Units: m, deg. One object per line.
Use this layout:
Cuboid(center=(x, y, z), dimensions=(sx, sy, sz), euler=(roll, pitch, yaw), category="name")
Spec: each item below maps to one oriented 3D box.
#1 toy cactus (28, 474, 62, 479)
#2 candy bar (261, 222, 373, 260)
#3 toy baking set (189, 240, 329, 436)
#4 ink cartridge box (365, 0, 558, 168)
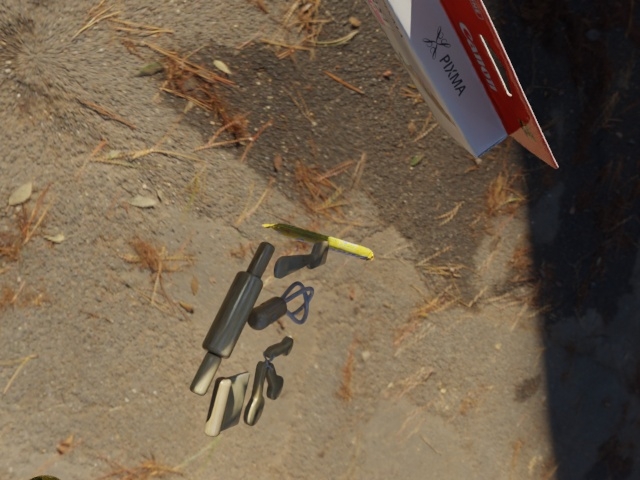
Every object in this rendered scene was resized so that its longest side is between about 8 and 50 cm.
Cuboid(center=(-0.057, 0.161, 0.233), dimensions=(0.218, 0.180, 0.112), euler=(23, 98, 6), category="toy cactus")
Cuboid(center=(0.000, 0.000, 0.777), dimensions=(0.161, 0.040, 0.018), euler=(17, 88, -17), category="candy bar")
Cuboid(center=(-0.061, 0.091, 0.633), dimensions=(0.197, 0.030, 0.256), euler=(59, 50, -63), category="toy baking set")
Cuboid(center=(0.150, -0.211, 0.675), dimensions=(0.060, 0.239, 0.275), euler=(-35, 123, 9), category="ink cartridge box")
